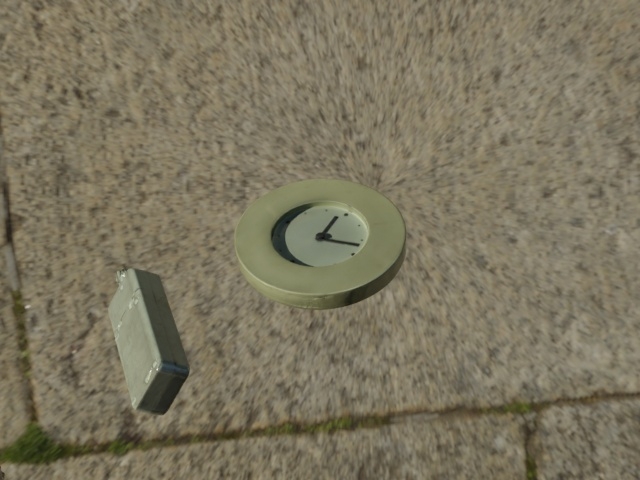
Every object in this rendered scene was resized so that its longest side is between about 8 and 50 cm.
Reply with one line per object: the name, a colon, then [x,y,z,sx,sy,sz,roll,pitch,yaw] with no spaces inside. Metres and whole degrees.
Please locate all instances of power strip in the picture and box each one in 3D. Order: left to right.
power strip: [-0.256,0.125,1.546,0.053,0.288,0.093,16,117,-30]

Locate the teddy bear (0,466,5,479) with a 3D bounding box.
teddy bear: [-0.337,0.187,0.750,0.246,0.296,0.222,1,118,-33]

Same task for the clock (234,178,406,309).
clock: [0.000,0.000,1.452,0.235,0.235,0.029,-2,133,3]
